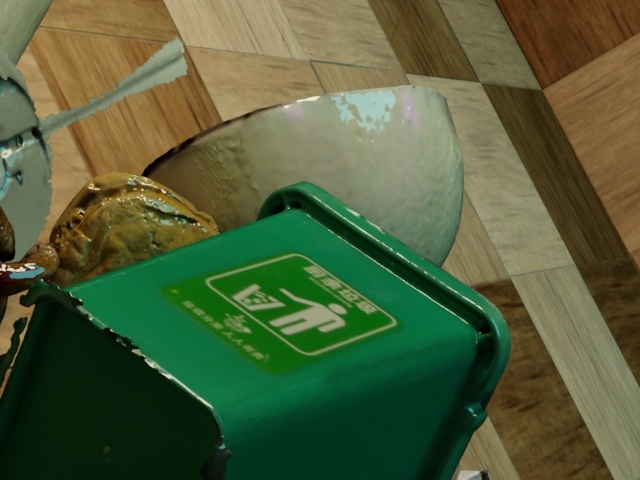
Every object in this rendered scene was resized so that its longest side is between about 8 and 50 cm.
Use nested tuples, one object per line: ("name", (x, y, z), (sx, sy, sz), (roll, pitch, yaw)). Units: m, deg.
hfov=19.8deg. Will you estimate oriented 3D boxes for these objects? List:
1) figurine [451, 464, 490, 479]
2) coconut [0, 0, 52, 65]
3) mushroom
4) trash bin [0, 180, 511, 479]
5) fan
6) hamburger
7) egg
("figurine", (0.065, 0.286, 1.709), (0.237, 0.141, 0.163), (-44, 125, -57))
("coconut", (-0.309, -0.193, 1.465), (0.171, 0.183, 0.171), (33, -14, 9))
("mushroom", (-0.263, 0.027, 1.339), (0.080, 0.135, 0.170), (23, 24, 34))
("trash bin", (-0.068, 0.141, 1.395), (0.259, 0.295, 0.381), (35, 24, 26))
("fan", (-0.239, -0.077, 1.435), (0.414, 0.012, 0.233), (-31, 117, -47))
("hamburger", (-0.158, 0.018, 1.540), (0.147, 0.138, 0.083), (28, 12, -25))
("egg", (0.000, 0.000, 1.687), (0.337, 0.337, 0.201), (5, 64, -63))
